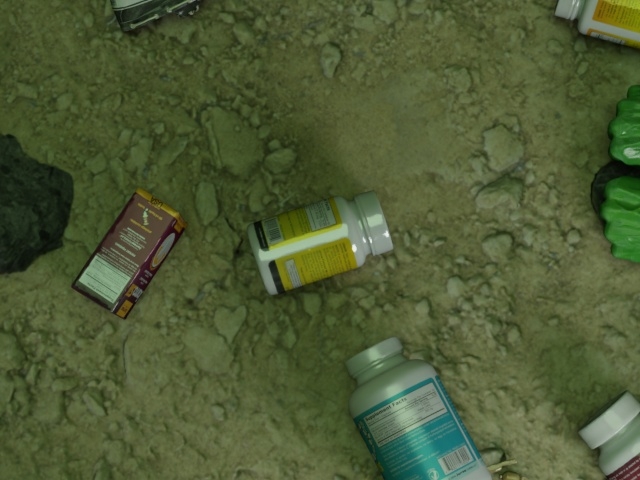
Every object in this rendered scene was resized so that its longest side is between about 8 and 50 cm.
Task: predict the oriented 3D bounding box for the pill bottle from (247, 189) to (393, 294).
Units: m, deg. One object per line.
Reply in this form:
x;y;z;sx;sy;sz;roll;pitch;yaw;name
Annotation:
0.000;0.000;1.966;0.209;0.119;0.119;-18;79;0;pill bottle

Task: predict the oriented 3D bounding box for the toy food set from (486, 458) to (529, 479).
0.288;0.398;1.930;0.078;0.019;0.122;-16;87;1;toy food set

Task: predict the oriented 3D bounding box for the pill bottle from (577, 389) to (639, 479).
0.493;0.339;1.876;0.121;0.121;0.221;-39;80;-4;pill bottle

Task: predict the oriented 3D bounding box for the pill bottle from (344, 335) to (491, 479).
0.136;0.280;1.894;0.146;0.146;0.264;-27;79;-2;pill bottle

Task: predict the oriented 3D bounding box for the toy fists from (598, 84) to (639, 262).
0.508;-0.104;1.963;0.142;0.096;0.279;6;91;2;toy fists

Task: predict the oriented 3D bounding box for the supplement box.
-0.298;0.022;1.986;0.081;0.104;0.188;32;83;8;supplement box

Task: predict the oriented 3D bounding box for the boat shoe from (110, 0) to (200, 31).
-0.234;-0.405;2.082;0.219;0.078;0.070;-19;114;-4;boat shoe

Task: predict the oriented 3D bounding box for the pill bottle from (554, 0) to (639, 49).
0.487;-0.371;2.007;0.215;0.117;0.117;17;81;6;pill bottle
